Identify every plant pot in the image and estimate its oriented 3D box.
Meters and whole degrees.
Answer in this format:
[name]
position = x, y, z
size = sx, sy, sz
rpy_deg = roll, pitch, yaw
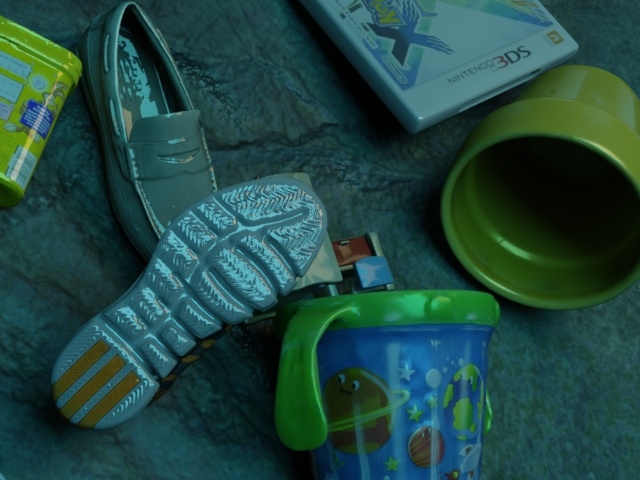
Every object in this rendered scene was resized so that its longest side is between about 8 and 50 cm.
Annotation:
[plant pot]
position = 0.292, -0.085, 1.622
size = 0.254, 0.254, 0.239
rpy_deg = 39, 40, -10

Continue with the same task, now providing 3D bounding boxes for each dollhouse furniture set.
[dollhouse furniture set]
position = 0.000, 0.000, 1.476
size = 0.184, 0.129, 0.129
rpy_deg = -10, 75, -31

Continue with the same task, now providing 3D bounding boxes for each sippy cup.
[sippy cup]
position = 0.075, 0.175, 1.401
size = 0.306, 0.240, 0.224
rpy_deg = -1, 81, -20

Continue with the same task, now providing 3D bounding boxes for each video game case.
[video game case]
position = 0.123, -0.308, 1.689
size = 0.300, 0.036, 0.329
rpy_deg = -27, 71, -34

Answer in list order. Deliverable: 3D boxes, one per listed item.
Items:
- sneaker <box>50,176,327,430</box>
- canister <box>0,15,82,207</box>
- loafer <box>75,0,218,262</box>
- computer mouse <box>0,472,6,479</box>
[sneaker]
position = -0.136, 0.058, 1.332
size = 0.321, 0.180, 0.124
rpy_deg = -39, 90, -9
[canister]
position = -0.333, -0.133, 1.383
size = 0.126, 0.073, 0.169
rpy_deg = 27, 61, -17
[loafer]
position = -0.175, -0.101, 1.433
size = 0.112, 0.111, 0.319
rpy_deg = -18, 79, -33
[computer mouse]
position = -0.381, 0.238, 1.222
size = 0.193, 0.042, 0.106
rpy_deg = 8, 61, -20
